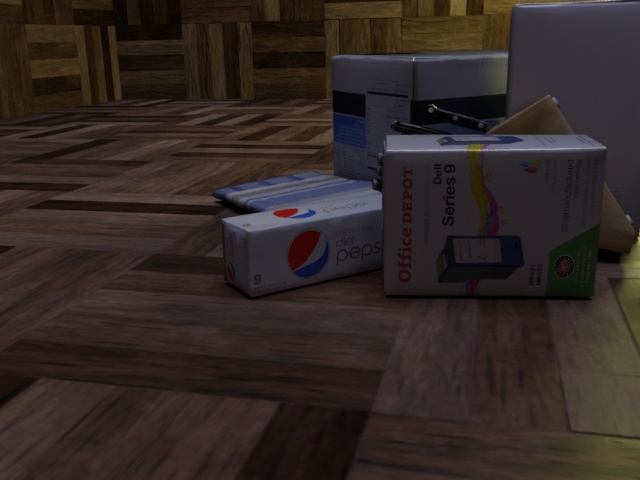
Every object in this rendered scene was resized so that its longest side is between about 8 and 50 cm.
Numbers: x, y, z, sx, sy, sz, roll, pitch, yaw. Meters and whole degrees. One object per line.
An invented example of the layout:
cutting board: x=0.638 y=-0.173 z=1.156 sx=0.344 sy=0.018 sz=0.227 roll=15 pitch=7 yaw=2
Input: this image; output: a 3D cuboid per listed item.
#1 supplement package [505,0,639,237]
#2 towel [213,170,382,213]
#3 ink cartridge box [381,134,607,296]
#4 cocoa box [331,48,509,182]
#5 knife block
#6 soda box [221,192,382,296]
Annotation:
supplement package: x=0.340 y=-0.168 z=0.961 sx=0.175 sy=0.293 sz=0.177 roll=2 pitch=17 yaw=14
towel: x=-0.021 y=-0.065 z=1.104 sx=0.209 sy=0.034 sz=0.285 roll=-13 pitch=18 yaw=-29
ink cartridge box: x=0.168 y=-0.027 z=0.729 sx=0.212 sy=0.154 sz=0.093 roll=1 pitch=17 yaw=6
cocoa box: x=0.220 y=-0.201 z=1.201 sx=0.347 sy=0.228 sz=0.231 roll=-10 pitch=19 yaw=-29
knife block: x=0.205 y=-0.056 z=0.869 sx=0.242 sy=0.276 sz=0.088 roll=-32 pitch=0 yaw=16
soda box: x=0.000 y=0.000 z=0.795 sx=0.216 sy=0.074 sz=0.069 roll=-11 pitch=19 yaw=-31
